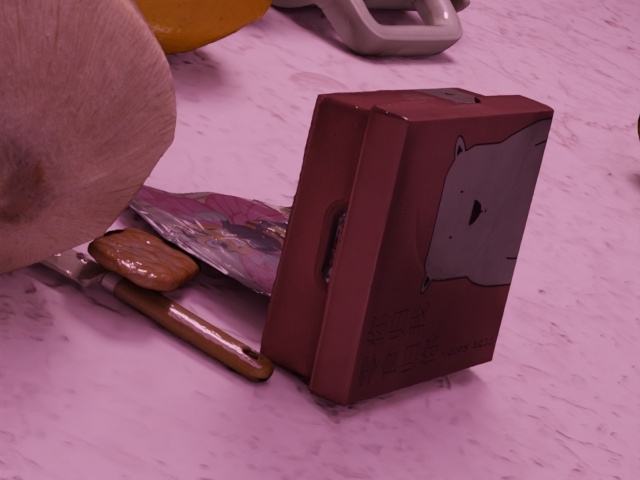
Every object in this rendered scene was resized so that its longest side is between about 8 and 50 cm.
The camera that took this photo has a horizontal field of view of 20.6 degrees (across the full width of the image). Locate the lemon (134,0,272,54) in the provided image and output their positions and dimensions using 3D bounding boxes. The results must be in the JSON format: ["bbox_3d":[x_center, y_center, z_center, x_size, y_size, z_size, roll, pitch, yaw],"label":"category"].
[{"bbox_3d":[-0.143,-0.284,1.733,0.260,0.204,0.204,-17,43,-40],"label":"lemon"}]

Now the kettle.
[{"bbox_3d":[0.055,-0.357,2.186,0.205,0.265,0.318,-1,5,34],"label":"kettle"}]

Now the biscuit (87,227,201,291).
[{"bbox_3d":[-0.126,0.013,1.273,0.071,0.018,0.147,27,7,3],"label":"biscuit"}]

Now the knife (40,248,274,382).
[{"bbox_3d":[-0.164,0.024,1.242,0.297,0.017,0.047,30,28,14],"label":"knife"}]

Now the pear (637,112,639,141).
[{"bbox_3d":[0.495,-0.089,2.008,0.281,0.176,0.286,23,17,1],"label":"pear"}]

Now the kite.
[{"bbox_3d":[-0.001,0.003,1.454,0.360,0.022,0.204,1,27,-48],"label":"kite"}]

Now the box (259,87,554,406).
[{"bbox_3d":[0.064,-0.003,1.288,0.086,0.215,0.215,22,18,32],"label":"box"}]

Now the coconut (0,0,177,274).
[{"bbox_3d":[-0.220,-0.097,1.163,0.237,0.237,0.266,12,23,-28],"label":"coconut"}]
